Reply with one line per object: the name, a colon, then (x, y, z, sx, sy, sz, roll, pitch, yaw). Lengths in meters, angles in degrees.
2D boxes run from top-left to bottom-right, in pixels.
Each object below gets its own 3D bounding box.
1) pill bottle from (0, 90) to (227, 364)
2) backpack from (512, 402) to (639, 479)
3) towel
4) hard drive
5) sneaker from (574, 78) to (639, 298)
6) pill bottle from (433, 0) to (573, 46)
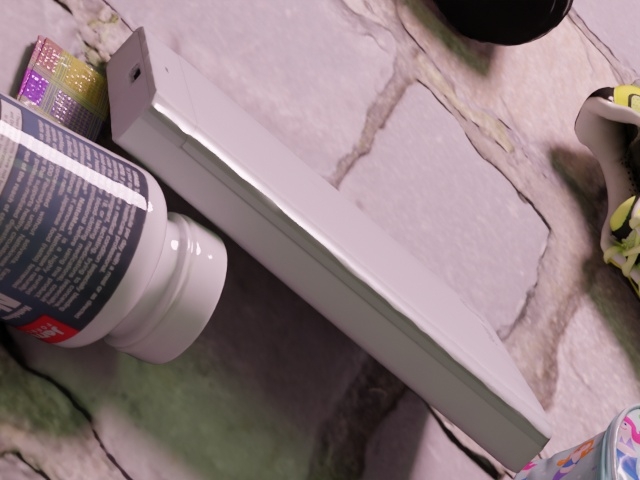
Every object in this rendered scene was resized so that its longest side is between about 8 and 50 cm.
pill bottle: (-0.143, -0.005, 0.912, 0.180, 0.108, 0.108, 29, 41, -30)
backpack: (0.227, 0.227, 1.083, 0.225, 0.191, 0.253, 31, 35, -28)
towel: (-0.155, -0.084, 1.054, 0.060, 0.009, 0.083, 37, 38, -23)
hard drive: (0.000, 0.000, 1.063, 0.307, 0.040, 0.203, 40, 9, -18)
sneaker: (0.299, 0.036, 1.399, 0.147, 0.145, 0.384, 4, 52, -23)
pill bottle: (0.168, -0.270, 1.495, 0.123, 0.123, 0.219, 41, 36, -16)
